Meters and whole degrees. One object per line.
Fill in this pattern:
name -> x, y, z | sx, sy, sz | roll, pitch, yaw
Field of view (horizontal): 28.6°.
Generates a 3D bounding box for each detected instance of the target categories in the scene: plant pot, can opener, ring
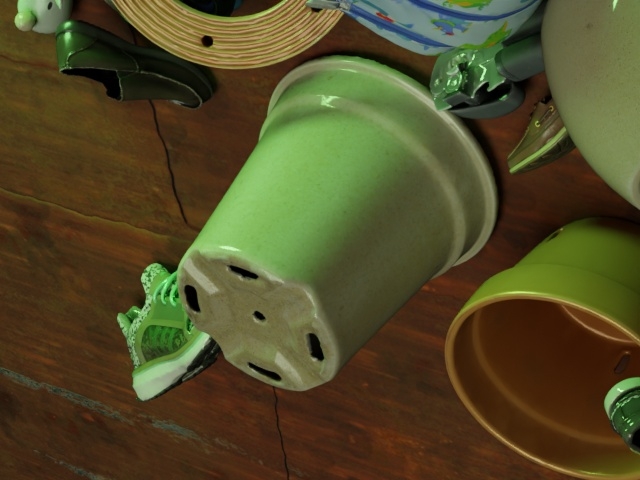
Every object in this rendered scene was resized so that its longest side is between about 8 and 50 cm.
plant pot -> 0.346, -0.127, 1.149 | 0.284, 0.191, 0.284 | 4, 146, 3
can opener -> 0.234, -0.202, 1.359 | 0.095, 0.076, 0.283 | 23, 152, -36
plant pot -> 0.317, 0.110, 1.476 | 0.290, 0.203, 0.291 | 20, 138, 20
ring -> -0.105, -0.357, 1.396 | 0.336, 0.032, 0.337 | 6, 116, 12
plant pot -> 0.000, 0.000, 1.516 | 0.333, 0.305, 0.334 | 23, 141, 20

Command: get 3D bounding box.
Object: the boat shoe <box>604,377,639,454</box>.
boat shoe -> 0.407, 0.203, 1.304 | 0.227, 0.069, 0.081 | 11, 121, -10

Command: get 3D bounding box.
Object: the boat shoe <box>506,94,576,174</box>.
boat shoe -> 0.265, -0.133, 1.398 | 0.178, 0.064, 0.060 | -45, 66, 49

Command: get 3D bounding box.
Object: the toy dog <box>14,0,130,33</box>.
toy dog -> -0.356, -0.374, 1.551 | 0.220, 0.161, 0.334 | 15, 136, 27

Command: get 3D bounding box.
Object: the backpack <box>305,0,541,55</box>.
backpack -> 0.076, -0.339, 1.191 | 0.355, 0.290, 0.273 | 24, 148, 6

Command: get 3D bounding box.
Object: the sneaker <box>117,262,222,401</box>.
sneaker -> -0.217, 0.108, 1.950 | 0.182, 0.158, 0.410 | 56, 136, 6

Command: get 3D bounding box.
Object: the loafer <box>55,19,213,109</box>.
loafer -> -0.248, -0.211, 1.642 | 0.220, 0.078, 0.080 | 19, 159, -19

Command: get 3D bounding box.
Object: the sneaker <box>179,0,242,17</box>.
sneaker -> -0.126, -0.338, 1.466 | 0.081, 0.090, 0.232 | 26, 140, 15
